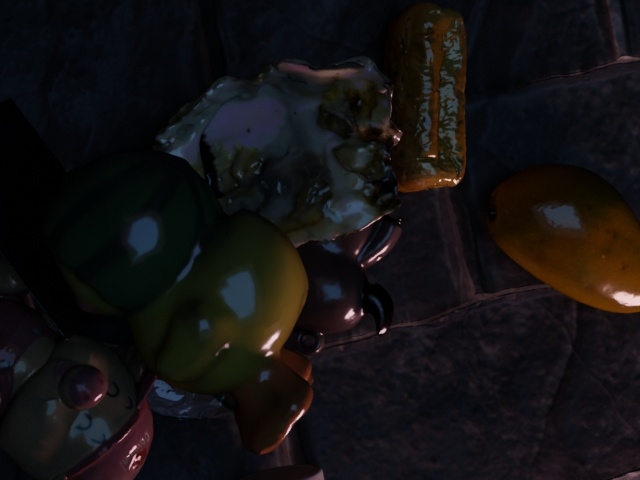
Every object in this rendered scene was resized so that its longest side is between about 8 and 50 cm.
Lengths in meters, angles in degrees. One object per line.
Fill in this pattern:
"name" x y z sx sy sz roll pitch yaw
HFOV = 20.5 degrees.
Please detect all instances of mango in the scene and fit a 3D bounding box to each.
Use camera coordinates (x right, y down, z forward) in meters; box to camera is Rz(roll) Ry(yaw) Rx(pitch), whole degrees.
"mango" 0.308 -0.002 2.051 0.253 0.113 0.138 31 82 -18

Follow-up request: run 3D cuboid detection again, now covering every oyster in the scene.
"oyster" -0.069 -0.081 1.872 0.355 0.107 0.201 -21 105 14

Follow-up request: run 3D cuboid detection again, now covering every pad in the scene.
"pad" -0.292 -0.026 1.816 0.245 0.006 0.170 54 31 -3

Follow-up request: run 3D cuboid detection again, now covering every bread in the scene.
"bread" 0.113 -0.159 1.984 0.083 0.114 0.211 2 87 -17

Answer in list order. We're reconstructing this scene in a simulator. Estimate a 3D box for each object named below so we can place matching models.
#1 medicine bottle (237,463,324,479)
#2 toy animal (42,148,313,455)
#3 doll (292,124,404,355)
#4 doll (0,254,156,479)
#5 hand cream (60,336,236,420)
"medicine bottle" -0.032 0.338 1.937 0.105 0.105 0.168 -12 94 -19
"toy animal" -0.122 0.041 1.772 0.191 0.216 0.338 -43 97 5
"doll" 0.000 -0.002 1.937 0.182 0.117 0.257 3 86 13
"doll" -0.277 0.149 1.809 0.256 0.152 0.196 41 85 -7
"hand cream" -0.159 0.158 1.920 0.257 0.050 0.084 8 86 -7
